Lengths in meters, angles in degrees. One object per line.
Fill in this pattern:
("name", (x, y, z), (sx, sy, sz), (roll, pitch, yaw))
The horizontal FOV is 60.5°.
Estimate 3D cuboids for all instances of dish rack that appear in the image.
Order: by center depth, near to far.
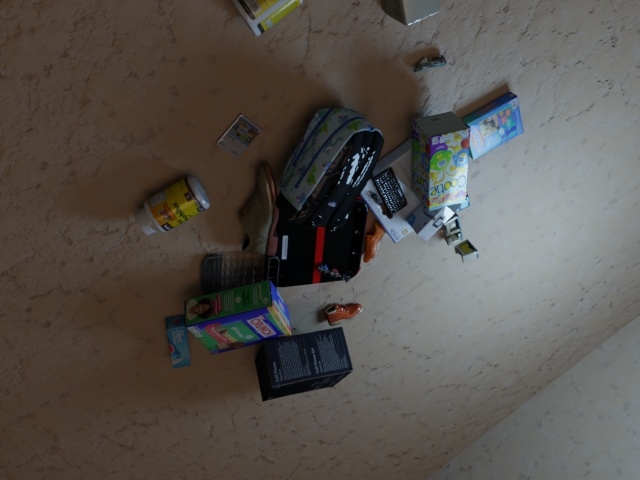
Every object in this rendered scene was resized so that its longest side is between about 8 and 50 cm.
("dish rack", (-0.292, 0.133, 1.968), (0.271, 0.074, 0.208), (-4, 125, -18))

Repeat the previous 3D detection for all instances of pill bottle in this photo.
("pill bottle", (-0.120, -0.648, 1.442), (0.208, 0.119, 0.119), (-35, 129, 5))
("pill bottle", (-0.462, -0.103, 1.702), (0.215, 0.117, 0.117), (-29, 129, 1))

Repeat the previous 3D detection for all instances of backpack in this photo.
("backpack", (0.039, -0.235, 1.717), (0.290, 0.273, 0.355), (3, 138, -46))

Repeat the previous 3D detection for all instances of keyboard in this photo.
("keyboard", (0.232, -0.161, 1.909), (0.108, 0.023, 0.180), (-30, 128, 3))

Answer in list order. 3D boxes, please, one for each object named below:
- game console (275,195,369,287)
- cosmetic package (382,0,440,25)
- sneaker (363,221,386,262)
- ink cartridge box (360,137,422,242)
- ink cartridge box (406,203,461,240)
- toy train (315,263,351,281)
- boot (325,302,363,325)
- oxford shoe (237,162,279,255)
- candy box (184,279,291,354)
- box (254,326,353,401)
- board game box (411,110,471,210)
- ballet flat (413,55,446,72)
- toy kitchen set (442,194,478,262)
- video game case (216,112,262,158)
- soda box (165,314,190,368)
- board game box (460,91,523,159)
("game console", (0.000, 0.000, 2.005), (0.341, 0.060, 0.387), (-5, 125, -14))
("cosmetic package", (0.217, -0.761, 1.467), (0.113, 0.160, 0.310), (-25, 130, -3))
("sneaker", (0.195, 0.005, 2.085), (0.067, 0.064, 0.175), (19, 112, -9))
("ink cartridge box", (0.326, -0.192, 1.978), (0.330, 0.071, 0.324), (-34, 129, 7))
("ink cartridge box", (0.404, -0.100, 1.964), (0.060, 0.104, 0.180), (31, 110, -34))
("toy train", (0.049, 0.119, 2.051), (0.158, 0.027, 0.036), (21, 113, -29))
("boot", (0.095, 0.286, 2.241), (0.157, 0.059, 0.085), (-23, 124, -3))
("oxford shoe", (-0.208, -0.090, 1.812), (0.130, 0.123, 0.348), (-3, 123, -11))
("candy box", (-0.288, 0.280, 1.967), (0.317, 0.122, 0.268), (-15, 146, 4))
("box", (-0.077, 0.489, 2.149), (0.312, 0.179, 0.343), (-8, 158, -17))
("board game box", (0.395, -0.261, 1.818), (0.144, 0.142, 0.275), (-15, 128, -9))
("ballet flat", (0.344, -0.564, 1.741), (0.114, 0.041, 0.041), (-16, 128, -10))
("toy kitchen set", (0.551, -0.050, 2.103), (0.122, 0.166, 0.207), (-25, 130, -2))
("video game case", (-0.252, -0.321, 1.695), (0.122, 0.011, 0.087), (-46, 127, 14))
("soda box", (-0.533, 0.382, 2.057), (0.071, 0.067, 0.210), (-8, 126, -16))
("board game box", (0.608, -0.405, 1.946), (0.210, 0.047, 0.160), (-29, 130, 0))
